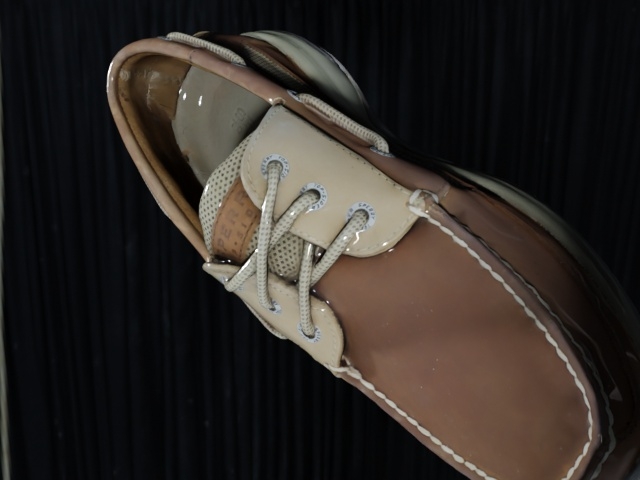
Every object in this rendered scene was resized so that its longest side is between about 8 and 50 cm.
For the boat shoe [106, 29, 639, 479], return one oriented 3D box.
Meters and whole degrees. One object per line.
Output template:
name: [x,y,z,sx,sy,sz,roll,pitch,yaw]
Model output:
boat shoe: [0.000,0.000,0.400,0.116,0.123,0.324,2,29,-42]
